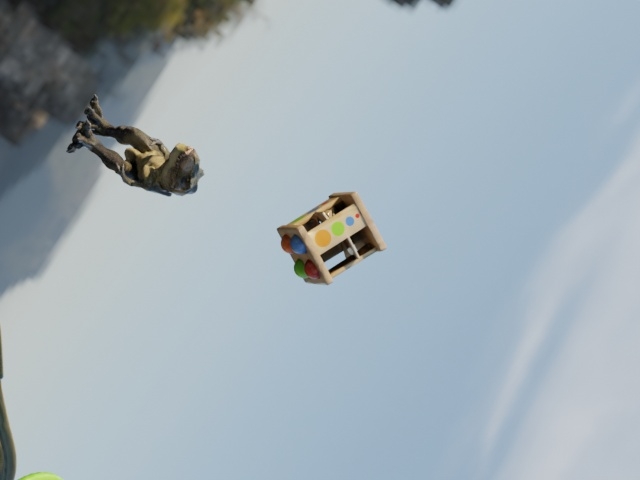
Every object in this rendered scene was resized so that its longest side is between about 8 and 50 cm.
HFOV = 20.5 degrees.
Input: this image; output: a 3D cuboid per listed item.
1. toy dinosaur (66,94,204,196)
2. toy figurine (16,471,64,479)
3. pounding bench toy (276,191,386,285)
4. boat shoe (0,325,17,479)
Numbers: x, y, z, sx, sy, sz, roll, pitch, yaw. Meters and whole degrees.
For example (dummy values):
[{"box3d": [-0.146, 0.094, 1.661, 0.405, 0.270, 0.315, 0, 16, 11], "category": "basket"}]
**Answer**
[{"box3d": [-0.184, -0.084, 1.718, 0.064, 0.118, 0.268, -58, -167, -2], "category": "toy dinosaur"}, {"box3d": [-0.119, 0.225, 0.899, 0.130, 0.159, 0.173, 35, 78, -57], "category": "toy figurine"}, {"box3d": [0.000, 0.000, 1.408, 0.065, 0.052, 0.083, -32, -169, -17], "category": "pounding bench toy"}, {"box3d": [-0.280, 0.110, 1.251, 0.103, 0.113, 0.302, 58, -35, 38], "category": "boat shoe"}]
